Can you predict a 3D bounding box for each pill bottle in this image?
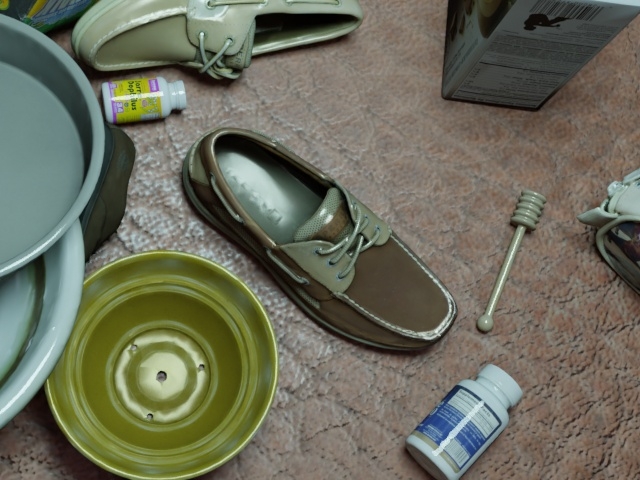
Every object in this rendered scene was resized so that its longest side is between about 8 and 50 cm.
[{"bbox_3d":[-0.182,-0.145,1.139,0.083,0.043,0.043,-9,81,-13],"label":"pill bottle"},{"bbox_3d":[0.148,0.184,1.125,0.067,0.067,0.120,46,74,1],"label":"pill bottle"}]

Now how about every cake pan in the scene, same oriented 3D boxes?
[{"bbox_3d":[-0.338,-0.076,0.973,0.293,0.054,0.293,4,62,-7],"label":"cake pan"}]

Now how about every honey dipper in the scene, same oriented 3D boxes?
[{"bbox_3d":[0.201,0.023,1.188,0.030,0.030,0.161,25,78,-5],"label":"honey dipper"}]

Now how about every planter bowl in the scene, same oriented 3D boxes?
[{"bbox_3d":[-0.152,0.125,1.064,0.217,0.090,0.217,2,74,-8],"label":"planter bowl"}]

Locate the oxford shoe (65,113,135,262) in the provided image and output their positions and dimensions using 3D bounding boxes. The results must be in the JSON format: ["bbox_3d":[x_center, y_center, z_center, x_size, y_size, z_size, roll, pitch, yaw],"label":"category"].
[{"bbox_3d":[-0.237,-0.005,1.080,0.082,0.096,0.227,30,96,29],"label":"oxford shoe"}]

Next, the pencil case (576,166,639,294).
[{"bbox_3d":[0.457,-0.123,1.199,0.183,0.160,0.410,40,74,-16],"label":"pencil case"}]

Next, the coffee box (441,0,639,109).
[{"bbox_3d":[0.216,-0.258,1.108,0.118,0.297,0.168,6,79,-6],"label":"coffee box"}]

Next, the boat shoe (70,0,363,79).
[{"bbox_3d":[-0.101,-0.221,1.134,0.302,0.109,0.098,-18,72,-19],"label":"boat shoe"}]

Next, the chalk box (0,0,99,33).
[{"bbox_3d":[-0.264,-0.321,1.066,0.180,0.289,0.179,52,42,0],"label":"chalk box"}]

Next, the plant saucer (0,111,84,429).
[{"bbox_3d":[-0.413,0.040,0.987,0.400,0.100,0.400,4,62,-8],"label":"plant saucer"}]

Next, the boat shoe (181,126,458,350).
[{"bbox_3d":[0.000,0.000,1.107,0.324,0.116,0.123,33,75,-3],"label":"boat shoe"}]
